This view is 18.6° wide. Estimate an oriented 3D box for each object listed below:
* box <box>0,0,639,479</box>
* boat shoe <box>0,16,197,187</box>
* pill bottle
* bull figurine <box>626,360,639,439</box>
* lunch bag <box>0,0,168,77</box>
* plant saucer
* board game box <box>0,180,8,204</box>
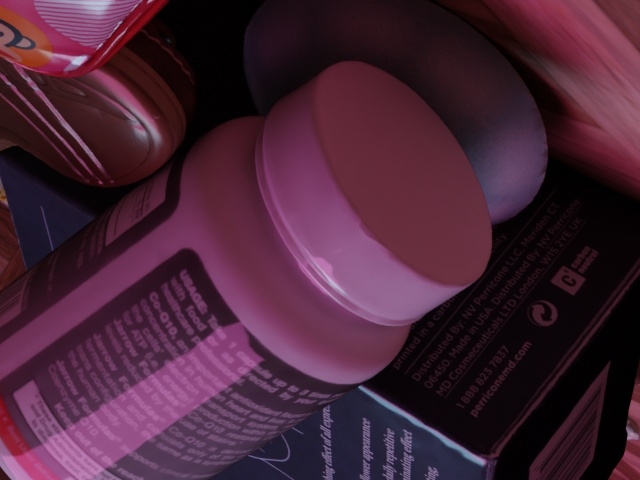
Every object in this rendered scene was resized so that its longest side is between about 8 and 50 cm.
[{"bbox_3d":[0.006,0.049,1.343,0.395,0.212,0.293,30,151,20],"label":"box"},{"bbox_3d":[-0.152,-0.118,1.142,0.123,0.123,0.342,48,163,-22],"label":"boat shoe"},{"bbox_3d":[-0.052,0.033,1.081,0.161,0.283,0.161,33,-142,-31],"label":"pill bottle"},{"bbox_3d":[0.157,0.052,1.529,0.310,0.101,0.188,36,175,-27],"label":"bull figurine"},{"bbox_3d":[-0.167,-0.214,0.865,0.293,0.120,0.258,33,152,-15],"label":"lunch bag"},{"bbox_3d":[0.034,-0.064,1.121,0.195,0.037,0.195,21,144,16],"label":"plant saucer"},{"bbox_3d":[-0.242,-0.107,1.896,0.045,0.193,0.147,31,173,13],"label":"board game box"}]
